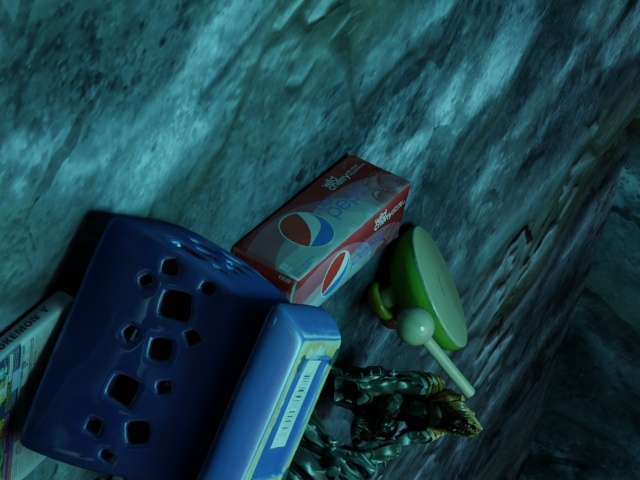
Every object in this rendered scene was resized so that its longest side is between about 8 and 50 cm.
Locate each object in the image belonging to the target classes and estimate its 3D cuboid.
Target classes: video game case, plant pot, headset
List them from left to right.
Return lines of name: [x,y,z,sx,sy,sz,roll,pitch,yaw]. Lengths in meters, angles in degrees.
video game case: [-0.294,0.166,1.657,0.183,0.023,0.201,-43,155,-45]
plant pot: [-0.117,0.125,1.727,0.236,0.212,0.236,-67,166,2]
headset: [-0.062,0.349,2.273,0.243,0.185,0.394,-44,166,-45]

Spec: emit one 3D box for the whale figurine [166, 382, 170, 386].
whale figurine: [-0.083,0.188,1.972,0.272,0.216,0.141,-28,96,-58]

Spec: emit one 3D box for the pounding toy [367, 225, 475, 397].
pounding toy: [0.122,0.100,2.519,0.183,0.110,0.237,56,20,-37]

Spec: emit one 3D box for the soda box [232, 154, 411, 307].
soda box: [0.000,0.000,2.099,0.263,0.092,0.083,-41,151,-47]

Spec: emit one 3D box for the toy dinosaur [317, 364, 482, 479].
toy dinosaur: [0.103,0.220,2.455,0.218,0.164,0.322,-7,166,-31]

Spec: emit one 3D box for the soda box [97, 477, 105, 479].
soda box: [-0.264,0.318,1.892,0.183,0.058,0.063,-31,144,-56]

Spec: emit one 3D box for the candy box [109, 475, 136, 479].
candy box: [-0.221,0.372,2.060,0.233,0.071,0.159,-64,159,6]
